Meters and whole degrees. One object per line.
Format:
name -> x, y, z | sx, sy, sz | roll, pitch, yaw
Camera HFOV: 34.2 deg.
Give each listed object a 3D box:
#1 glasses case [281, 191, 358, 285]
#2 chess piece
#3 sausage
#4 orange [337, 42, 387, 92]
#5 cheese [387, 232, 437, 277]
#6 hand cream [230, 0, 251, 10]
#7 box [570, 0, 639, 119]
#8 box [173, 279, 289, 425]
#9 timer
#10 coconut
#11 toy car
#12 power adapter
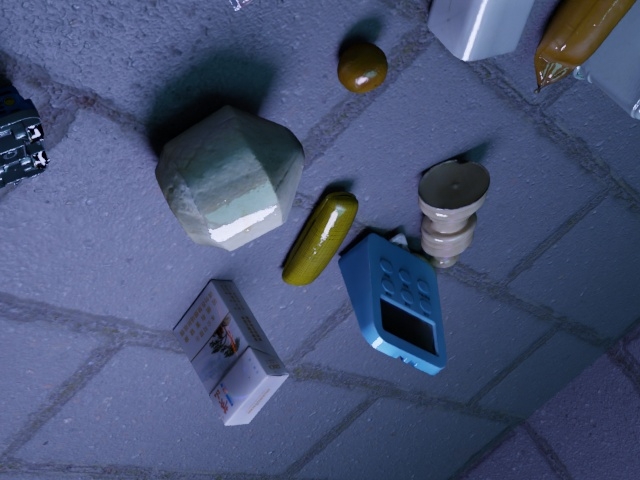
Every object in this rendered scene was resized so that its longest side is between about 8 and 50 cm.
glasses case -> 0.000, 0.000, 1.980 | 0.079, 0.064, 0.234 | 1, 136, -34
chess piece -> 0.261, -0.031, 2.154 | 0.139, 0.124, 0.307 | -56, 163, -27
sausage -> 0.473, -0.397, 1.842 | 0.112, 0.112, 0.328 | -2, 138, -42
orange -> 0.066, -0.273, 1.651 | 0.085, 0.085, 0.085 | -24, 148, -17
cheese -> 0.179, 0.057, 2.245 | 0.127, 0.050, 0.255 | -31, 147, -2
hand cream -> -0.039, -0.389, 1.429 | 0.209, 0.043, 0.067 | -30, 147, 2
box -> 0.636, -0.379, 1.946 | 0.175, 0.182, 0.312 | -7, 140, -38
box -> -0.169, 0.208, 1.938 | 0.067, 0.233, 0.149 | 2, 134, -46
timer -> 0.160, 0.131, 2.089 | 0.091, 0.250, 0.232 | -38, 135, 26
coconut -> -0.129, -0.100, 1.590 | 0.222, 0.202, 0.202 | -31, 149, -3
toy car -> -0.420, -0.139, 1.363 | 0.097, 0.100, 0.191 | -24, 167, -18
power adapter -> 0.262, -0.401, 1.612 | 0.130, 0.125, 0.205 | -16, 143, -27
